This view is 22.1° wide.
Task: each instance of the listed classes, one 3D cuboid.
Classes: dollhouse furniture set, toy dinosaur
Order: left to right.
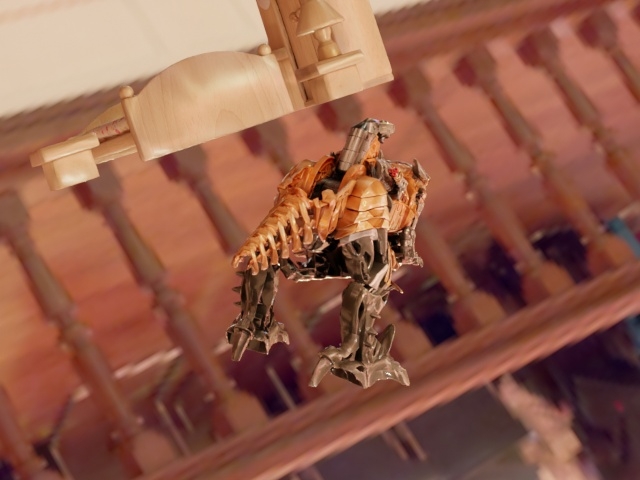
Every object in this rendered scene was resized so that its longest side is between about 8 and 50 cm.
[{"bbox_3d":[-0.139,-0.166,1.451,0.355,0.174,0.303,-20,-175,-24],"label":"dollhouse furniture set"},{"bbox_3d":[0.000,0.000,1.401,0.322,0.164,0.218,1,106,-46],"label":"toy dinosaur"}]
